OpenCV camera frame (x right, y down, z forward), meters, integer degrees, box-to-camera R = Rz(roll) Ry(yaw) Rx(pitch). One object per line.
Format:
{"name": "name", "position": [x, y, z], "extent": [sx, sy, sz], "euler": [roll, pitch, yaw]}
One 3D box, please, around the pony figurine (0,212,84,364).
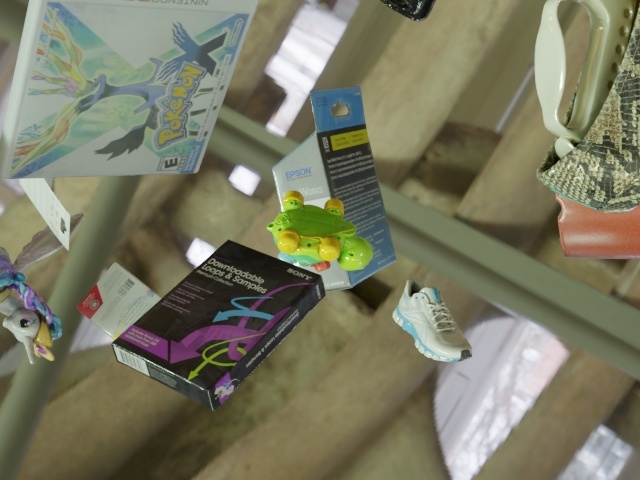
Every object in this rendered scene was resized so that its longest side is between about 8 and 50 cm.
{"name": "pony figurine", "position": [-0.662, 0.058, 2.106], "extent": [0.363, 0.303, 0.351], "euler": [37, -154, -23]}

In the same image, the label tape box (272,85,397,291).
{"name": "label tape box", "position": [0.019, -0.094, 1.848], "extent": [0.105, 0.334, 0.240], "euler": [-11, -175, 24]}

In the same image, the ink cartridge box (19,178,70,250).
{"name": "ink cartridge box", "position": [-0.506, -0.088, 1.972], "extent": [0.179, 0.045, 0.145], "euler": [50, 151, 14]}

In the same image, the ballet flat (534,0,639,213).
{"name": "ballet flat", "position": [0.356, -0.278, 1.237], "extent": [0.181, 0.483, 0.164], "euler": [13, -178, -10]}

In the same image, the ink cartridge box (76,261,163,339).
{"name": "ink cartridge box", "position": [-0.393, 0.156, 2.194], "extent": [0.176, 0.128, 0.127], "euler": [38, 168, 9]}

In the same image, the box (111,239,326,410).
{"name": "box", "position": [-0.088, 0.069, 0.930], "extent": [0.116, 0.162, 0.029], "euler": [20, 136, 31]}

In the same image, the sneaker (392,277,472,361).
{"name": "sneaker", "position": [0.171, 0.117, 1.601], "extent": [0.071, 0.083, 0.190], "euler": [-3, -155, -28]}

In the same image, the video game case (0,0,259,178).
{"name": "video game case", "position": [-0.257, -0.217, 1.397], "extent": [0.299, 0.329, 0.036], "euler": [-4, -133, -33]}

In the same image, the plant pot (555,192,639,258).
{"name": "plant pot", "position": [0.524, -0.080, 1.706], "extent": [0.264, 0.273, 0.272], "euler": [-5, 171, 17]}

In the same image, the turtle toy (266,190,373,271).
{"name": "turtle toy", "position": [0.000, 0.000, 1.232], "extent": [0.130, 0.066, 0.095], "euler": [12, -138, -4]}

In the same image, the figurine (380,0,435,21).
{"name": "figurine", "position": [0.154, -0.468, 1.579], "extent": [0.092, 0.209, 0.215], "euler": [21, -153, -27]}
